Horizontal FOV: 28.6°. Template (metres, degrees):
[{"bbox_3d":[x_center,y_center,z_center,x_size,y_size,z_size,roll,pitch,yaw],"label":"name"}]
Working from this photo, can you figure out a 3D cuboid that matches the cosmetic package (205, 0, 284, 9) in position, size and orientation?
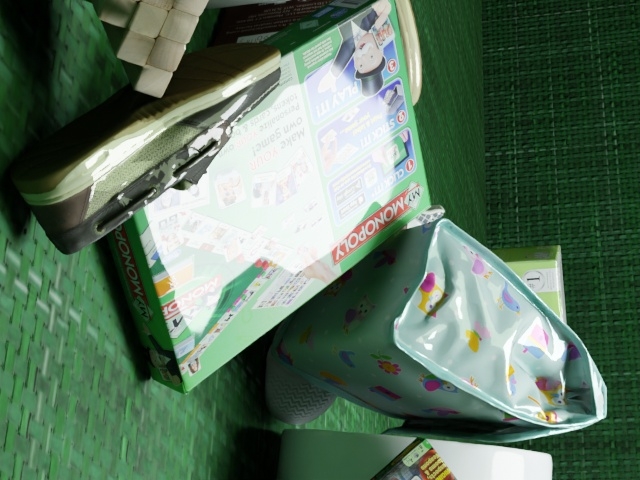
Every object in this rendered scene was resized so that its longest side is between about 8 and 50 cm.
[{"bbox_3d":[-0.056,-0.335,1.154,0.184,0.151,0.151,69,21,-52],"label":"cosmetic package"}]

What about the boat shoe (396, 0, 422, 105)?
[{"bbox_3d":[0.002,-0.286,1.338,0.341,0.110,0.121,66,-20,-8],"label":"boat shoe"}]

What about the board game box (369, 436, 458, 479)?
[{"bbox_3d":[0.033,0.303,1.077,0.136,0.259,0.030,53,-16,-5],"label":"board game box"}]

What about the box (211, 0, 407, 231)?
[{"bbox_3d":[-0.005,-0.127,1.257,0.167,0.168,0.203,-80,161,-48],"label":"box"}]

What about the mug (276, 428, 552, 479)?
[{"bbox_3d":[0.047,0.354,1.206,0.374,0.276,0.328,16,75,-43],"label":"mug"}]

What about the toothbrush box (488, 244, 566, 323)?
[{"bbox_3d":[0.216,0.124,1.838,0.122,0.283,0.206,-43,126,-74],"label":"toothbrush box"}]

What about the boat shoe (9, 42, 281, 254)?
[{"bbox_3d":[-0.109,-0.067,0.858,0.223,0.080,0.073,-37,126,-37],"label":"boat shoe"}]

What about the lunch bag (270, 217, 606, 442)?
[{"bbox_3d":[0.121,0.111,1.221,0.262,0.223,0.160,35,66,-25],"label":"lunch bag"}]

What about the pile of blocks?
[{"bbox_3d":[-0.156,-0.267,0.882,0.112,0.149,0.362,16,50,-30],"label":"pile of blocks"}]

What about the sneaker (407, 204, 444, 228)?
[{"bbox_3d":[0.049,-0.097,1.489,0.235,0.095,0.090,53,21,-8],"label":"sneaker"}]

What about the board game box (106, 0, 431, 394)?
[{"bbox_3d":[-0.036,-0.049,1.030,0.317,0.046,0.213,-36,128,-36],"label":"board game box"}]

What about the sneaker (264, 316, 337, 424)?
[{"bbox_3d":[0.015,0.124,1.400,0.153,0.101,0.268,94,19,-48],"label":"sneaker"}]
